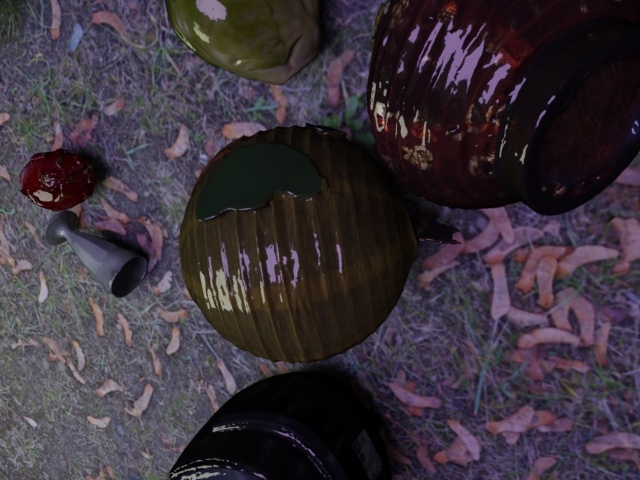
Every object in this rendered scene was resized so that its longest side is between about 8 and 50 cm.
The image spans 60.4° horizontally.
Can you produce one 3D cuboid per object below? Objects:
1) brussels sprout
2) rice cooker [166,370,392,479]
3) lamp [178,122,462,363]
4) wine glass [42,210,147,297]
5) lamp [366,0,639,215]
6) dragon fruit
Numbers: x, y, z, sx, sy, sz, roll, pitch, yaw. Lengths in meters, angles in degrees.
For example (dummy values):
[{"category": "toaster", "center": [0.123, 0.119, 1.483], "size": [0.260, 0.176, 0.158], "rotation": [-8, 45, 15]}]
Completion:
[{"category": "brussels sprout", "center": [-0.088, -0.249, 0.584], "size": [0.131, 0.146, 0.183], "rotation": [-22, 91, 58]}, {"category": "rice cooker", "center": [-0.041, 0.304, 0.697], "size": [0.268, 0.224, 0.266], "rotation": [9, 110, 26]}, {"category": "lamp", "center": [0.000, 0.000, 0.567], "size": [0.285, 0.250, 0.249], "rotation": [-8, 104, 7]}, {"category": "wine glass", "center": [-0.345, 0.017, 0.844], "size": [0.155, 0.073, 0.073], "rotation": [32, 119, 18]}, {"category": "lamp", "center": [0.145, -0.138, 0.456], "size": [0.247, 0.247, 0.246], "rotation": [9, 111, 24]}, {"category": "dragon fruit", "center": [-0.416, -0.081, 0.833], "size": [0.191, 0.094, 0.094], "rotation": [-12, 102, 36]}]
